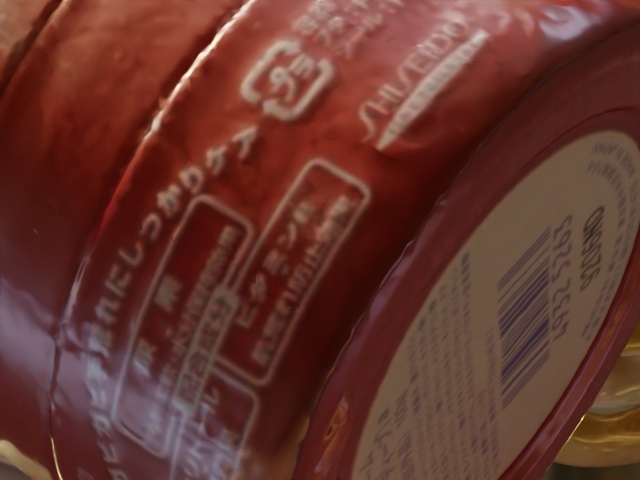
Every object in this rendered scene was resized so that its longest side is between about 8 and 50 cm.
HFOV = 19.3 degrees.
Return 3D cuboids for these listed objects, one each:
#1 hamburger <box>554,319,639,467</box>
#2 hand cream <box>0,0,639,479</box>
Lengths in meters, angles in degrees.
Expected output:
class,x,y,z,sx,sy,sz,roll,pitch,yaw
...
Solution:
class,x,y,z,sx,sy,sz,roll,pitch,yaw
hamburger,0.131,-0.010,0.895,0.276,0.236,0.276,0,-135,0
hand cream,0.000,0.000,0.487,0.125,0.193,0.193,33,-98,25
